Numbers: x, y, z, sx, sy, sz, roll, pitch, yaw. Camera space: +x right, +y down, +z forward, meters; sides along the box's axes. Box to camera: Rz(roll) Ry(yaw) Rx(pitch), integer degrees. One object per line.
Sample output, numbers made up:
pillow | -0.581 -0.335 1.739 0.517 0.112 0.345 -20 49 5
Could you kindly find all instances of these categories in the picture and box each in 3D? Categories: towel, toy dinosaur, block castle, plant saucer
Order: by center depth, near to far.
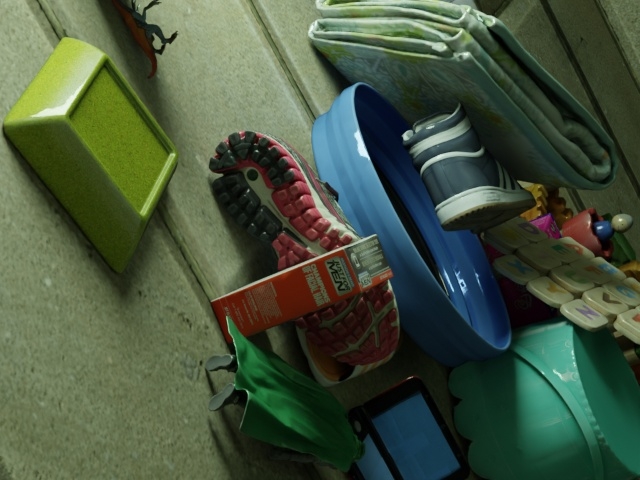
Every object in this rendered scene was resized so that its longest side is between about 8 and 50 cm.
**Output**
plant saucer | -0.209 -0.094 1.475 0.188 0.045 0.188 54 28 -23
toy dinosaur | -0.195 -0.237 1.628 0.082 0.047 0.090 32 50 -23
towel | 0.192 -0.199 2.036 0.374 0.321 0.090 41 73 -39
block castle | 0.511 0.069 2.528 0.453 0.213 0.303 53 29 -28

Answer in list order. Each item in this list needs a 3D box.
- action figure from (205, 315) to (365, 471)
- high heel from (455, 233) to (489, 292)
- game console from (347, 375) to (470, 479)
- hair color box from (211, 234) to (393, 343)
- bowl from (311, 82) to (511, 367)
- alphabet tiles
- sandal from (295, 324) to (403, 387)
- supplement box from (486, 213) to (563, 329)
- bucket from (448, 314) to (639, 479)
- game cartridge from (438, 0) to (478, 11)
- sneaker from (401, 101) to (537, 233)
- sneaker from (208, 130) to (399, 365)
action figure | -0.027 0.186 1.571 0.232 0.063 0.137 36 37 -41
high heel | 0.188 -0.007 2.162 0.117 0.082 0.244 28 50 -3
game console | 0.094 0.250 1.725 0.144 0.085 0.124 61 26 -10
hair color box | -0.019 0.051 1.577 0.093 0.167 0.053 -21 88 -64
bowl | 0.115 -0.015 1.922 0.391 0.077 0.391 53 18 -25
alphabet tiles | 0.363 0.054 2.103 0.284 0.021 0.278 35 23 24
sandal | 0.056 0.101 1.784 0.265 0.076 0.102 -14 81 -64
supplement box | 0.304 0.065 2.252 0.111 0.114 0.220 60 28 -15
bucket | 0.319 0.236 2.054 0.281 0.183 0.281 43 33 -38
game cartridge | 0.088 -0.410 2.105 0.230 0.068 0.355 53 -4 -18
sneaker | 0.197 -0.094 1.994 0.153 0.099 0.282 65 19 9
sneaker | 0.000 0.000 1.683 0.299 0.121 0.112 59 20 5
